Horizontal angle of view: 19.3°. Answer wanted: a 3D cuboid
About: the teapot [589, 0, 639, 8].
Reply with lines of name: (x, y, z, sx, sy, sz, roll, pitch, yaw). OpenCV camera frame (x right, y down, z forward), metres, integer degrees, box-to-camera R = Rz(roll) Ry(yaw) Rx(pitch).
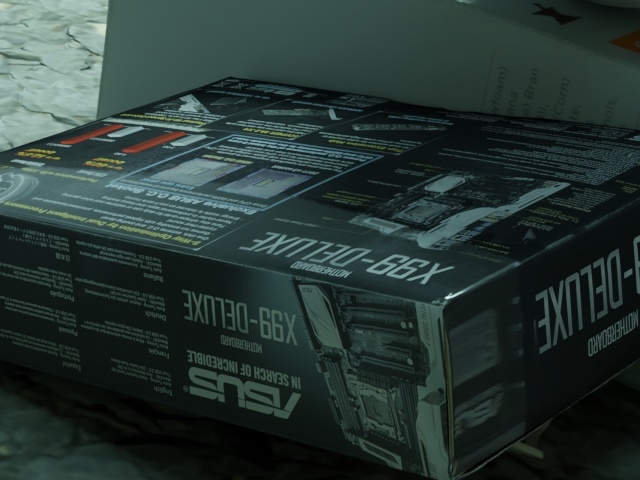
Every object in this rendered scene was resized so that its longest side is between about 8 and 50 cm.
teapot: (0.167, -0.202, 0.930, 0.252, 0.187, 0.256, -14, 39, 13)

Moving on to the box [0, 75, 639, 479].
box: (0.000, 0.000, 0.847, 0.307, 0.077, 0.242, 11, 23, 36)

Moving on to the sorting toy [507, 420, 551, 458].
sorting toy: (0.067, 0.074, 0.843, 0.075, 0.045, 0.083, 22, 22, 5)

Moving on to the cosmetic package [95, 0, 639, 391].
cosmetic package: (0.118, -0.075, 1.041, 0.453, 0.162, 0.230, 24, 28, 31)

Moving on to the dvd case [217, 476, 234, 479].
dvd case: (-0.056, 0.128, 0.706, 0.119, 0.013, 0.087, -11, 31, -40)
